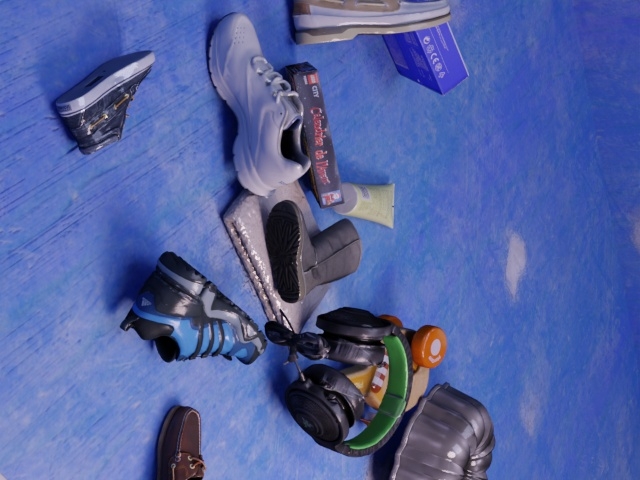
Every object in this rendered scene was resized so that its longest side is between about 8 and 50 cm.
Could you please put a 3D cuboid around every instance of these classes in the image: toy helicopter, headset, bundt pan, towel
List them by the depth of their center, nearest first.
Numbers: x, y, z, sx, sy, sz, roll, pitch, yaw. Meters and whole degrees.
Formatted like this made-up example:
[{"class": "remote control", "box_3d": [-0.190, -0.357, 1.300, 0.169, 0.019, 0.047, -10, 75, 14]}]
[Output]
[{"class": "headset", "box_3d": [0.047, 0.224, 1.774, 0.394, 0.185, 0.243, 37, 71, -43]}, {"class": "towel", "box_3d": [-0.064, 0.016, 1.808, 0.187, 0.049, 0.282, -57, 134, -43]}, {"class": "toy helicopter", "box_3d": [0.085, 0.279, 1.994, 0.355, 0.140, 0.235, -6, 102, -47]}, {"class": "bundt pan", "box_3d": [0.259, 0.462, 2.149, 0.331, 0.124, 0.331, -41, 139, -49]}]

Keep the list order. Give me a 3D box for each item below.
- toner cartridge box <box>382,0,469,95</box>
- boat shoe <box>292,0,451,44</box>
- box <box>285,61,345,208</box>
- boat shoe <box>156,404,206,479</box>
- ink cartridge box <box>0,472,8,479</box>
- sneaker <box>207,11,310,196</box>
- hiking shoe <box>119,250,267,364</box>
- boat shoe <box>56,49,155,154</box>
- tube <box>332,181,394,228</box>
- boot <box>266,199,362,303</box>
[{"class": "toner cartridge box", "box_3d": [0.164, -0.459, 2.075, 0.075, 0.165, 0.348, -38, 128, -10]}, {"class": "boat shoe", "box_3d": [0.096, -0.420, 1.907, 0.302, 0.113, 0.103, -11, 102, -20]}, {"class": "box", "box_3d": [-0.011, -0.185, 1.826, 0.159, 0.044, 0.233, -114, -168, -75]}, {"class": "boat shoe", "box_3d": [-0.201, 0.346, 1.553, 0.073, 0.073, 0.207, 30, 62, -52]}, {"class": "ink cartridge box", "box_3d": [-0.408, 0.361, 1.140, 0.226, 0.131, 0.306, -54, 135, -28]}, {"class": "sneaker", "box_3d": [-0.087, -0.225, 1.691, 0.111, 0.129, 0.297, -21, 96, -48]}, {"class": "hiking shoe", "box_3d": [-0.190, 0.128, 1.581, 0.132, 0.113, 0.304, -50, 144, -7]}, {"class": "boat shoe", "box_3d": [-0.286, -0.193, 1.460, 0.183, 0.065, 0.083, -46, 129, -41]}, {"class": "tube", "box_3d": [0.095, -0.073, 2.063, 0.070, 0.062, 0.240, -51, 158, 17]}, {"class": "boot", "box_3d": [-0.002, -0.001, 1.795, 0.208, 0.076, 0.190, -26, 122, -48]}]
